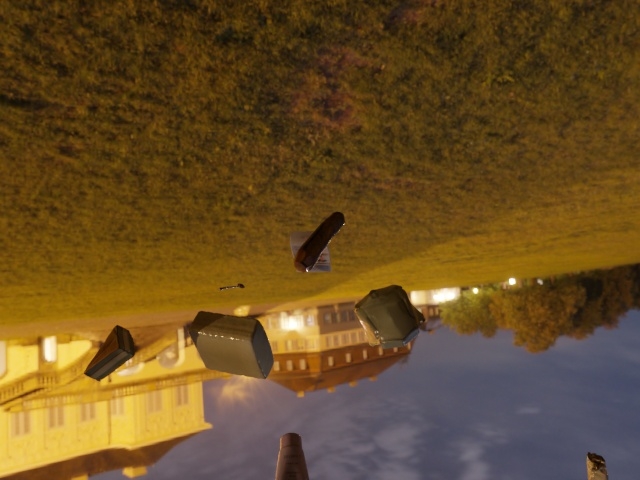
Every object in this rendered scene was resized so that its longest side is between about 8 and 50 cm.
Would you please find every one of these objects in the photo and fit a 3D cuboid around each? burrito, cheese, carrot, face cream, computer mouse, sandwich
[{"bbox_3d":[0.631,0.576,1.157,0.045,0.185,0.041,-6,-178,-3],"label":"burrito"},{"bbox_3d":[-0.326,0.390,1.908,0.266,0.123,0.242,4,134,20],"label":"cheese"},{"bbox_3d":[0.000,0.000,1.618,0.070,0.070,0.260,-12,-150,45],"label":"carrot"},{"bbox_3d":[-0.115,0.912,2.050,0.154,0.096,0.273,5,-147,-10],"label":"face cream"},{"bbox_3d":[0.246,0.263,1.969,0.228,0.145,0.429,-27,-164,-1],"label":"computer mouse"},{"bbox_3d":[-0.731,0.390,1.770,0.163,0.113,0.079,-38,131,6],"label":"sandwich"}]

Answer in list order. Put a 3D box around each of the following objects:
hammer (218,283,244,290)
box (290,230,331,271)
[{"bbox_3d":[-0.284,0.148,1.627,0.029,0.014,0.123,19,-172,25],"label":"hammer"},{"bbox_3d":[-0.036,0.049,2.093,0.150,0.066,0.233,0,148,6],"label":"box"}]
